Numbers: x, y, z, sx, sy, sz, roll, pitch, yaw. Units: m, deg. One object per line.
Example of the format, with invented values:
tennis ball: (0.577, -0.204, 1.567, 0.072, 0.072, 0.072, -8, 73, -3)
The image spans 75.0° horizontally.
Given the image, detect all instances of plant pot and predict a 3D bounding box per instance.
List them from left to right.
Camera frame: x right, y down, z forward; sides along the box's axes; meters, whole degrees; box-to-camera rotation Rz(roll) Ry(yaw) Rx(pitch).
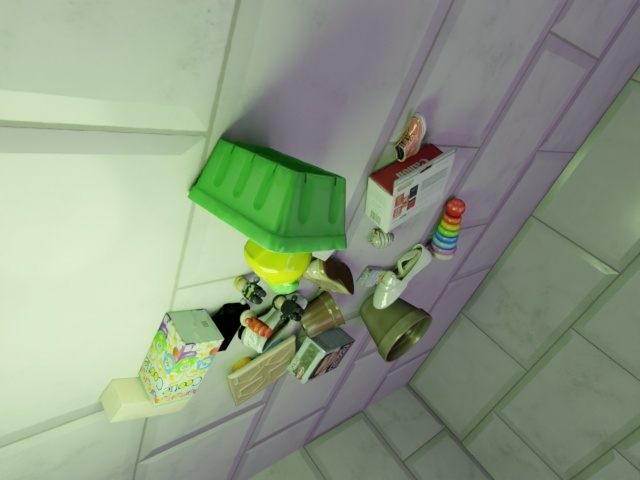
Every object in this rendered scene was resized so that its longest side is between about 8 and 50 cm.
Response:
plant pot: (-0.007, 0.320, 1.763, 0.165, 0.167, 0.166, -28, 145, -10)
plant pot: (0.360, 0.412, 2.147, 0.323, 0.280, 0.323, -29, 144, -24)

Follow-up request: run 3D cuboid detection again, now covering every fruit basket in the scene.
fruit basket: (-0.126, -0.028, 1.030, 0.283, 0.392, 0.391, -2, 128, -47)

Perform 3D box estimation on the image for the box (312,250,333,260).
box: (0.000, 0.000, 1.461, 0.102, 0.087, 0.101, -50, 147, 8)

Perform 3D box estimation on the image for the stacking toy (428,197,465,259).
stacking toy: (0.644, -0.064, 2.080, 0.141, 0.141, 0.330, -21, 136, -32)

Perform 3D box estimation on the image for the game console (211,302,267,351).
game console: (-0.275, 0.316, 1.554, 0.362, 0.044, 0.213, 4, 124, -51)

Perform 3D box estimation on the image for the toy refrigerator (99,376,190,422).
toy refrigerator: (-0.579, 0.526, 1.399, 0.094, 0.102, 0.270, -52, 148, 12)

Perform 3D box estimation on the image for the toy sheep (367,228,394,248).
toy sheep: (0.252, -0.007, 1.741, 0.132, 0.091, 0.091, -11, 136, -22)

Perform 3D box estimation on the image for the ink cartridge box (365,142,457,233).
ink cartridge box: (0.329, -0.218, 1.535, 0.310, 0.130, 0.271, -31, 148, -21)

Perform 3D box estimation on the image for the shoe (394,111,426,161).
shoe: (0.305, -0.348, 1.428, 0.081, 0.063, 0.178, -36, 153, -21)

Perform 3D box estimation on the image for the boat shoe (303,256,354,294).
boat shoe: (0.038, 0.145, 1.664, 0.110, 0.121, 0.341, -14, 152, 23)

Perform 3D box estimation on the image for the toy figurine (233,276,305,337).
toy figurine: (-0.176, 0.198, 1.414, 0.213, 0.148, 0.209, -24, 119, -31)

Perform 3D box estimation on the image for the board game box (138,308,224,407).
board game box: (-0.448, 0.371, 1.329, 0.142, 0.144, 0.275, 3, 124, -49)

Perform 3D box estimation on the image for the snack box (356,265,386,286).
snack box: (0.243, 0.172, 1.972, 0.141, 0.037, 0.100, 11, 118, -52)

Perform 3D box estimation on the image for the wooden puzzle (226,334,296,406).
wooden puzzle: (-0.255, 0.555, 1.823, 0.322, 0.080, 0.347, -27, 149, -25)

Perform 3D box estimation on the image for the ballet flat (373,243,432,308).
ballet flat: (0.387, 0.163, 2.063, 0.400, 0.139, 0.139, -42, 148, -11)

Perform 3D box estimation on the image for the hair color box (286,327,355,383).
hair color box: (0.013, 0.538, 1.987, 0.185, 0.114, 0.375, -58, 156, 10)

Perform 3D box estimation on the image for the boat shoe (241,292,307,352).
boat shoe: (-0.151, 0.307, 1.568, 0.320, 0.103, 0.118, -30, 136, -46)
